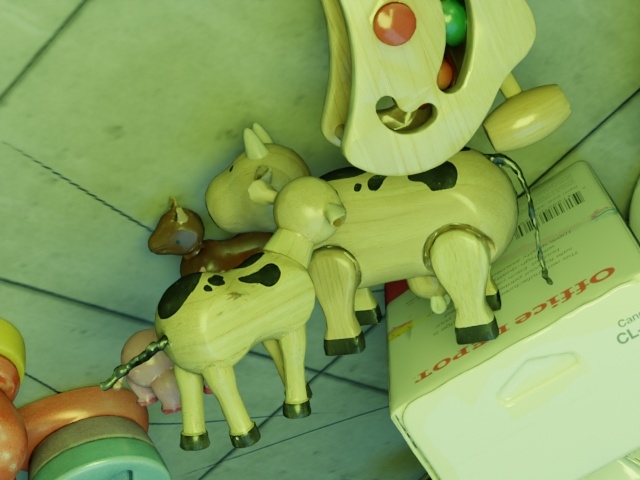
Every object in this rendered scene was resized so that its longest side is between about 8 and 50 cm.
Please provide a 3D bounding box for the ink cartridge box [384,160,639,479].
[{"bbox_3d":[0.177,0.076,1.203,0.226,0.306,0.131,-31,106,12],"label":"ink cartridge box"}]

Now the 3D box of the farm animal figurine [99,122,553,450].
[{"bbox_3d":[0.000,0.000,1.053,0.326,0.330,0.172,-11,105,-4],"label":"farm animal figurine"}]

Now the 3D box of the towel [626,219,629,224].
[{"bbox_3d":[0.376,0.109,1.418,0.209,0.285,0.034,-9,175,-22],"label":"towel"}]

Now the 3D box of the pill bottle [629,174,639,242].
[{"bbox_3d":[0.465,-0.021,1.354,0.322,0.181,0.181,-9,141,-20],"label":"pill bottle"}]

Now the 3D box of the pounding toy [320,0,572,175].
[{"bbox_3d":[0.043,-0.145,0.991,0.154,0.155,0.269,-38,112,0],"label":"pounding toy"}]

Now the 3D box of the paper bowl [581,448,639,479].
[{"bbox_3d":[0.236,0.259,1.319,0.148,0.284,0.284,-47,160,-38],"label":"paper bowl"}]

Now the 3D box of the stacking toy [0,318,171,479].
[{"bbox_3d":[-0.296,0.225,1.268,0.279,0.130,0.309,-37,142,16],"label":"stacking toy"}]

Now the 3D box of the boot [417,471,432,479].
[{"bbox_3d":[0.285,0.247,1.540,0.377,0.138,0.284,-13,168,-22],"label":"boot"}]
